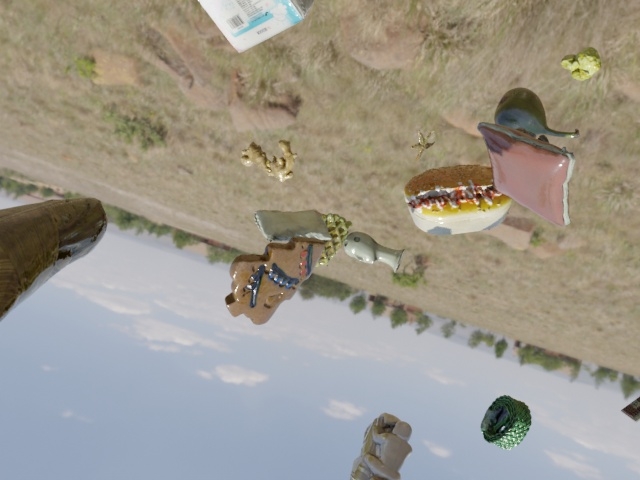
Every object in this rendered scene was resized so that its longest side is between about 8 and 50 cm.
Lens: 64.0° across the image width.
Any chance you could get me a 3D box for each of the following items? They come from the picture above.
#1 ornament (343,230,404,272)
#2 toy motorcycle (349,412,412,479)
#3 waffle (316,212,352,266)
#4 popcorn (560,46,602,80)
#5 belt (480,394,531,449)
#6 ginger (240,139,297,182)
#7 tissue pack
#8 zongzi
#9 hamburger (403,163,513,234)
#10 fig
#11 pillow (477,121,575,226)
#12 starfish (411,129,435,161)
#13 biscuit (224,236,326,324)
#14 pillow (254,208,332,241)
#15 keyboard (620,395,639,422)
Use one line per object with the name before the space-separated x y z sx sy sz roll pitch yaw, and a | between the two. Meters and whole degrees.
ornament | 0.134 0.028 1.330 0.156 0.081 0.074 22 148 15
toy motorcycle | 0.152 0.549 1.277 0.108 0.222 0.340 33 -149 -4
waffle | 0.000 0.000 1.722 0.208 0.214 0.054 13 -157 -37
popcorn | 0.556 -0.379 1.094 0.083 0.068 0.059 14 -156 12
belt | 0.519 0.508 1.419 0.079 0.151 0.121 28 -163 -15
ginger | -0.168 -0.258 1.671 0.193 0.176 0.053 -36 169 34
tissue pack | -0.170 -0.642 1.354 0.271 0.124 0.201 -6 135 42
zongzi | -0.473 0.029 0.872 0.286 0.134 0.288 -21 -143 -39
hamburger | 0.383 -0.128 1.420 0.296 0.227 0.151 -11 128 7
fig | 0.680 -0.372 1.634 0.259 0.151 0.151 34 174 -2
pillow | 0.353 -0.117 0.865 0.171 0.075 0.179 40 169 40
starfish | 0.280 -0.258 1.393 0.092 0.086 0.016 -10 -148 -37
biscuit | -0.106 0.086 1.285 0.043 0.302 0.278 43 163 34
pillow | -0.079 -0.044 1.490 0.229 0.050 0.128 -3 -133 -35
keyboard | 0.930 0.448 1.441 0.017 0.166 0.055 61 173 -29
